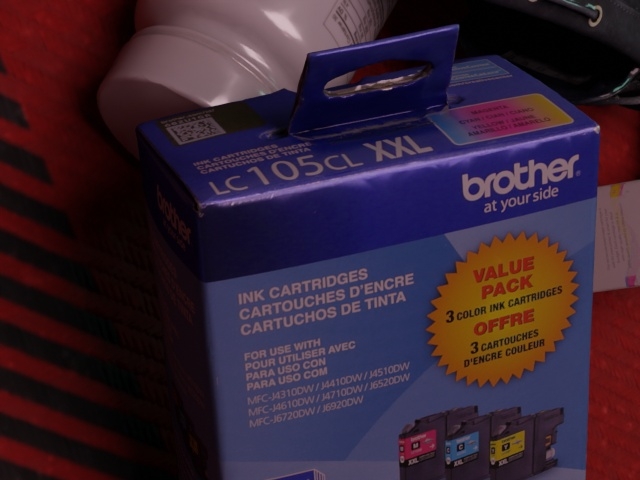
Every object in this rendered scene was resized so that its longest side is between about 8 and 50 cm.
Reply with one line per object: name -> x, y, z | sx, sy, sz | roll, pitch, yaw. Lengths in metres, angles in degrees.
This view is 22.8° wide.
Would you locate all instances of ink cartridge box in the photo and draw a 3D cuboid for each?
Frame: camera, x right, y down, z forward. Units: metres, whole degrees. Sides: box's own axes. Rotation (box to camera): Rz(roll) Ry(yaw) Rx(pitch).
ink cartridge box -> 0.033, 0.043, 1.044 | 0.270, 0.151, 0.395 | -13, 117, -17
ink cartridge box -> 0.282, -0.007, 1.386 | 0.090, 0.143, 0.092 | -6, 88, -55

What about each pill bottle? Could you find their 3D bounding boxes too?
pill bottle -> -0.034, -0.178, 1.146 | 0.160, 0.160, 0.283 | 43, 61, -25

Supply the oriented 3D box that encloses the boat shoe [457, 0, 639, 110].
boat shoe -> 0.190, -0.180, 1.238 | 0.500, 0.187, 0.156 | 28, 84, -64
